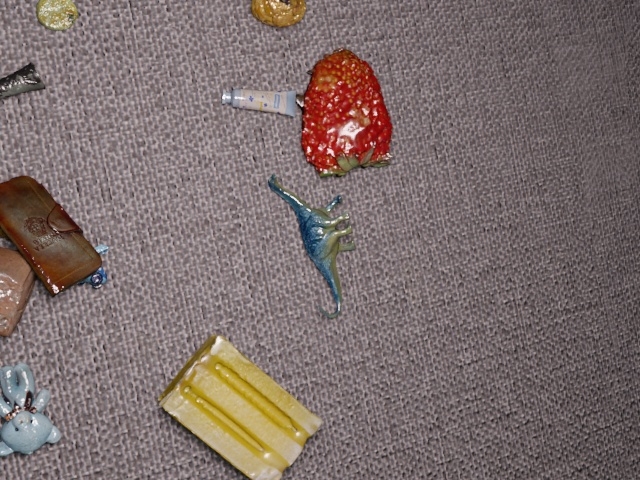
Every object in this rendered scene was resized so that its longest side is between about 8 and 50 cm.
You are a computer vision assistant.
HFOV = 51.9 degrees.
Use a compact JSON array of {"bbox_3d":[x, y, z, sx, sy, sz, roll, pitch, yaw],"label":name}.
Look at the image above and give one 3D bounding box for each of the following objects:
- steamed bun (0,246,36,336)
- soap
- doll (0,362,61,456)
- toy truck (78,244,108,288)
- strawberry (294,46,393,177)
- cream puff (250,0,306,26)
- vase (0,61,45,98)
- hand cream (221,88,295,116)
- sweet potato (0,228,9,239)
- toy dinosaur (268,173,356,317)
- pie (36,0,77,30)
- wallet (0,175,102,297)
[{"bbox_3d":[-0.648,0.097,1.293,0.144,0.106,0.175,17,85,-17],"label":"steamed bun"},{"bbox_3d":[-0.175,0.372,1.442,0.315,0.091,0.199,42,77,-13],"label":"soap"},{"bbox_3d":[-0.594,0.337,1.313,0.120,0.075,0.180,-11,91,-21],"label":"doll"},{"bbox_3d":[-0.478,0.051,1.381,0.073,0.056,0.090,16,71,-13],"label":"toy truck"},{"bbox_3d":[0.057,-0.307,1.528,0.233,0.137,0.306,-13,93,-17],"label":"strawberry"},{"bbox_3d":[-0.094,-0.551,1.510,0.133,0.104,0.119,35,71,-14],"label":"cream puff"},{"bbox_3d":[-0.652,-0.306,1.337,0.167,0.059,0.059,-27,96,-17],"label":"vase"},{"bbox_3d":[-0.141,-0.320,1.507,0.170,0.043,0.065,2,84,-15],"label":"hand cream"},{"bbox_3d":[-0.708,-0.068,1.306,0.274,0.067,0.067,31,78,-12],"label":"sweet potato"},{"bbox_3d":[0.009,-0.008,1.531,0.147,0.076,0.363,-23,93,2],"label":"toy dinosaur"},{"bbox_3d":[-0.561,-0.485,1.396,0.085,0.017,0.085,1,88,-19],"label":"pie"},{"bbox_3d":[-0.558,-0.020,1.322,0.255,0.031,0.137,51,45,1],"label":"wallet"}]
